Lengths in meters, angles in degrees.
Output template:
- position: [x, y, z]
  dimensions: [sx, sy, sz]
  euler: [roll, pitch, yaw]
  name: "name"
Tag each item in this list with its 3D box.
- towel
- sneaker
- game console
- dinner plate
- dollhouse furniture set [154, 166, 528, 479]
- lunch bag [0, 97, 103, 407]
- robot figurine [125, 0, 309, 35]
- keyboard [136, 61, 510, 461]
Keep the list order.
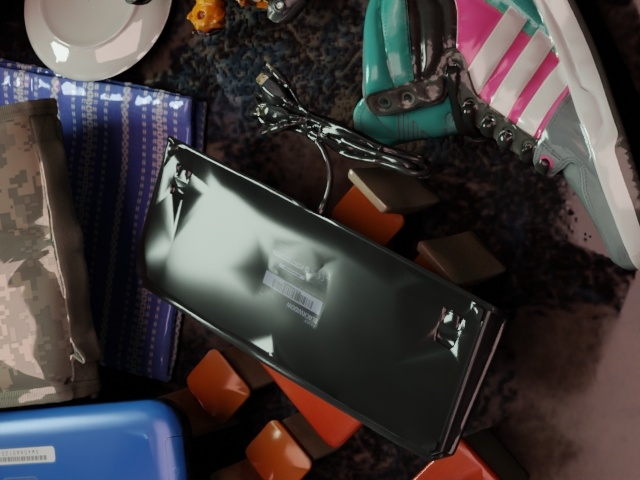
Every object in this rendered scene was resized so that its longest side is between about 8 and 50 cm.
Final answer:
- position: [-0.256, -0.031, 1.337]
  dimensions: [0.336, 0.040, 0.243]
  euler: [12, 100, 27]
  name: "towel"
- position: [0.118, -0.088, 1.080]
  dimensions: [0.178, 0.124, 0.296]
  euler: [-27, 73, 22]
  name: "sneaker"
- position: [-0.178, 0.252, 1.247]
  dimensions: [0.293, 0.173, 0.250]
  euler: [-8, 87, 28]
  name: "game console"
- position: [-0.186, -0.201, 1.281]
  dimensions: [0.141, 0.017, 0.141]
  euler: [-4, 80, 21]
  name: "dinner plate"
- position: [0.024, 0.113, 1.141]
  dimensions: [0.259, 0.135, 0.262]
  euler: [49, 113, 17]
  name: "dollhouse furniture set"
- position: [-0.293, 0.018, 1.254]
  dimensions: [0.287, 0.169, 0.235]
  euler: [-6, 93, 33]
  name: "lunch bag"
- position: [-0.061, -0.300, 1.186]
  dimensions: [0.211, 0.085, 0.291]
  euler: [12, 99, 27]
  name: "robot figurine"
- position: [0.000, 0.000, 1.096]
  dimensions: [0.317, 0.033, 0.202]
  euler: [28, 109, 34]
  name: "keyboard"
